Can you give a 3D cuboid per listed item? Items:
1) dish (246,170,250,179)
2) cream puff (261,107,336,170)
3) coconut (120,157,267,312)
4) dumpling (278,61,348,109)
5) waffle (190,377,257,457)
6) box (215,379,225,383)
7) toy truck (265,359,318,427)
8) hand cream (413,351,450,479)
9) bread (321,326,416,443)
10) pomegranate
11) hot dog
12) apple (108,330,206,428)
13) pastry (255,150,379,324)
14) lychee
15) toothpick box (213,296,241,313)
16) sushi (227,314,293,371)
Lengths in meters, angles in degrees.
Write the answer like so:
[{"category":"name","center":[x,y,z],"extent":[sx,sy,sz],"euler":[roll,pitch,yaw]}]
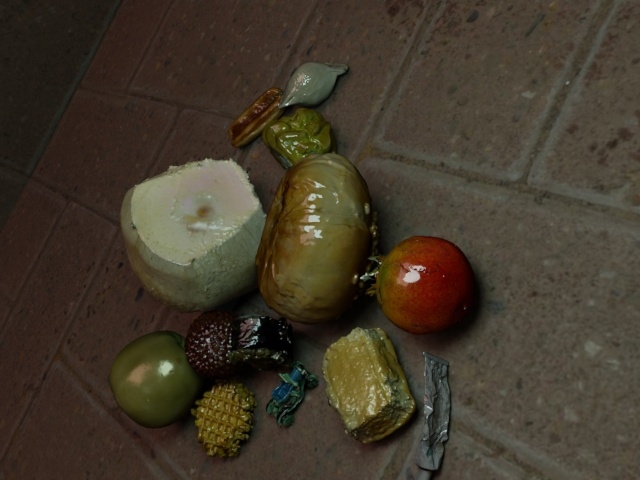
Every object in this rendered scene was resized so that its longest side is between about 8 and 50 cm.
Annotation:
[{"category":"dish","center":[-0.249,-0.111,2.106],"extent":[0.207,0.080,0.149],"euler":[-51,44,13]},{"category":"cream puff","center":[-0.052,-0.280,1.949],"extent":[0.221,0.195,0.194],"euler":[37,95,43]},{"category":"coconut","center":[-0.322,0.008,1.877],"extent":[0.405,0.405,0.404],"euler":[-21,55,34]},{"category":"dumpling","center":[-0.038,-0.461,2.068],"extent":[0.215,0.126,0.166],"euler":[-56,27,10]},{"category":"waffle","center":[-0.243,0.457,1.807],"extent":[0.193,0.070,0.197],"euler":[-50,46,11]},{"category":"box","center":[-0.272,0.310,1.945],"extent":[0.087,0.023,0.155],"euler":[-44,45,21]},{"category":"toy truck","center":[-0.081,0.366,1.695],"extent":[0.080,0.078,0.154],"euler":[36,95,49]},{"category":"hand cream","center":[0.223,0.358,1.416],"extent":[0.050,0.084,0.256],"euler":[-7,68,50]},{"category":"bread","center":[0.098,0.306,1.526],"extent":[0.174,0.121,0.245],"euler":[-35,44,14]},{"category":"pomegranate","center":[0.205,0.092,1.469],"extent":[0.235,0.210,0.210],"euler":[10,75,28]},{"category":"hot dog","center":[-0.191,-0.379,2.203],"extent":[0.250,0.068,0.100],"euler":[-36,61,27]},{"category":"apple","center":[-0.438,0.367,1.904],"extent":[0.262,0.262,0.262],"euler":[-21,55,34]},{"category":"pastry","center":[0.000,0.000,1.645],"extent":[0.409,0.245,0.409],"euler":[-167,90,-74]},{"category":"lychee","center":[-0.264,0.276,1.811],"extent":[0.188,0.188,0.188],"euler":[-21,55,34]},{"category":"toothpick box","center":[-0.263,0.180,1.983],"extent":[0.052,0.052,0.083],"euler":[26,86,47]},{"category":"sushi","center":[-0.127,0.252,1.713],"extent":[0.147,0.212,0.114],"euler":[-13,67,12]}]
